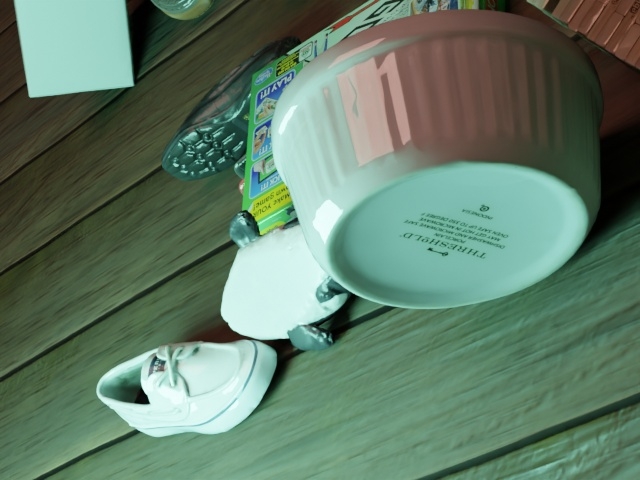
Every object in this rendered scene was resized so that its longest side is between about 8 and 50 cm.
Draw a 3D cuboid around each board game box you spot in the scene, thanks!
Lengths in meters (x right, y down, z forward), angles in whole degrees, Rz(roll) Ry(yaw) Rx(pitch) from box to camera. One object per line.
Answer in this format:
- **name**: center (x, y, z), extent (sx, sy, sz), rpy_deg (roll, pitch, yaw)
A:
- **board game box**: center (0.050, -0.143, 1.800), extent (0.317, 0.046, 0.213), rpy_deg (-29, 43, 35)

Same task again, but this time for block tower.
- **block tower**: center (0.278, -0.167, 1.435), extent (0.097, 0.091, 0.335), rpy_deg (-58, 27, 8)

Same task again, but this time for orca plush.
- **orca plush**: center (0.000, 0.000, 1.733), extent (0.102, 0.151, 0.287), rpy_deg (-33, -22, -36)

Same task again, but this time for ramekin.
- **ramekin**: center (0.101, -0.052, 1.457), extent (0.273, 0.273, 0.127), rpy_deg (-38, 47, 38)

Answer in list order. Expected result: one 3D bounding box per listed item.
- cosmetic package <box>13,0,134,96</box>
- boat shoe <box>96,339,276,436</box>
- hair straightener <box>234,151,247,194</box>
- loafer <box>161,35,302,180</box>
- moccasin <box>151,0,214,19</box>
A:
- **cosmetic package**: center (-0.341, -0.396, 2.420), extent (0.197, 0.155, 0.365), rpy_deg (-108, 14, -52)
- **boat shoe**: center (-0.144, 0.147, 1.860), extent (0.258, 0.084, 0.095), rpy_deg (-25, 44, 49)
- **hair straightener**: center (-0.014, -0.147, 1.956), extent (0.230, 0.047, 0.089), rpy_deg (-51, 29, 19)
- **loafer**: center (-0.095, -0.149, 2.073), extent (0.223, 0.076, 0.078), rpy_deg (-39, 29, 28)
- **moccasin**: center (-0.199, -0.452, 2.463), extent (0.139, 0.147, 0.380), rpy_deg (-32, 55, 18)
